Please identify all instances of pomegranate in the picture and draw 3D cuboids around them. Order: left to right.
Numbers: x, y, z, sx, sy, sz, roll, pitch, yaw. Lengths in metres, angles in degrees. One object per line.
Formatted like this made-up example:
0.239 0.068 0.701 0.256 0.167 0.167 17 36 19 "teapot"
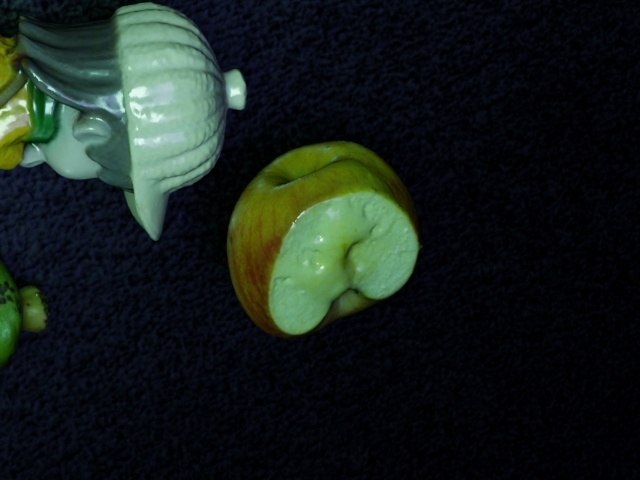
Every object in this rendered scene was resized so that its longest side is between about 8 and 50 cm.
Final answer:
-0.329 0.078 1.505 0.169 0.122 0.143 6 102 -22 "pomegranate"

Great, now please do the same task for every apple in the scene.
0.000 0.000 1.585 0.195 0.160 0.173 -23 110 -11 "apple"

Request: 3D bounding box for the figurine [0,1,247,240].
-0.235 -0.138 1.442 0.332 0.185 0.204 21 124 -27 "figurine"
